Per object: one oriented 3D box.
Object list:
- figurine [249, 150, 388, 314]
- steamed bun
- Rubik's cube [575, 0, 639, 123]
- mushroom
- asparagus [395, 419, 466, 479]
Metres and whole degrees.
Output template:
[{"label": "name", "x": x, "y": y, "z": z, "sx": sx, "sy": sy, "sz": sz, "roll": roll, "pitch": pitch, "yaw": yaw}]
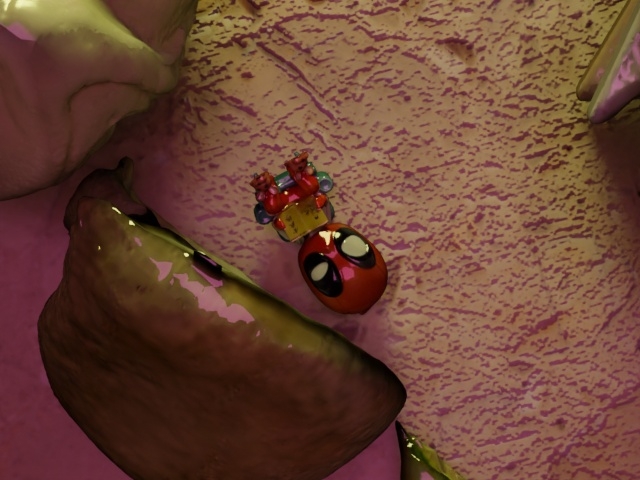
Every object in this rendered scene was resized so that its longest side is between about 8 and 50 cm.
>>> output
[{"label": "figurine", "x": 0.000, "y": 0.000, "z": 0.962, "sx": 0.068, "sy": 0.075, "sz": 0.140, "roll": -32, "pitch": 96, "yaw": -1}, {"label": "steamed bun", "x": -0.243, "y": -0.173, "z": 0.897, "sx": 0.339, "sy": 0.247, "sz": 0.352, "roll": 14, "pitch": 51, "yaw": 13}, {"label": "Rubik's cube", "x": 0.360, "y": -0.142, "z": 0.813, "sx": 0.387, "sy": 0.358, "sz": 0.368, "roll": -35, "pitch": 93, "yaw": 14}, {"label": "mushroom", "x": -0.103, "y": 0.082, "z": 0.888, "sx": 0.212, "sy": 0.217, "sz": 0.292, "roll": -44, "pitch": 87, "yaw": 3}, {"label": "asparagus", "x": 0.117, "y": 0.300, "z": 0.937, "sx": 0.085, "sy": 0.082, "sz": 0.343, "roll": -10, "pitch": 84, "yaw": 5}]
